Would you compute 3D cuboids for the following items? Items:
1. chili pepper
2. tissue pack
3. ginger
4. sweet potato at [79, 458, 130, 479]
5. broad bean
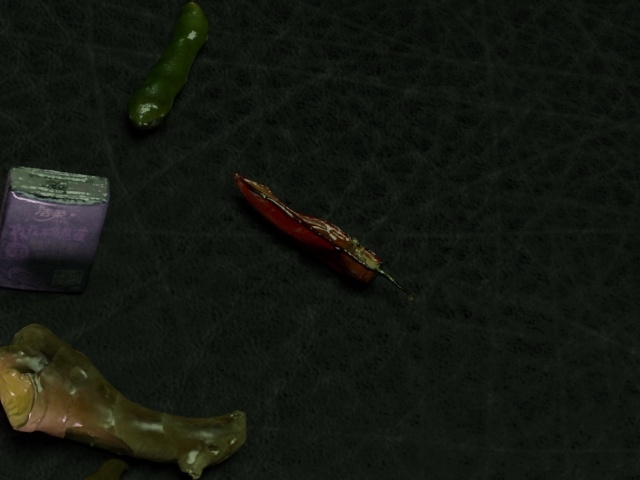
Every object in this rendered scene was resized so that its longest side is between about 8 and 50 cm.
[{"bbox_3d":[0.000,0.000,2.173,0.268,0.050,0.059,31,28,7],"label":"chili pepper"},{"bbox_3d":[-0.301,-0.009,1.995,0.112,0.156,0.051,6,46,-16],"label":"tissue pack"},{"bbox_3d":[-0.220,0.176,1.933,0.294,0.086,0.131,19,36,-16],"label":"ginger"},{"bbox_3d":[-0.284,0.285,1.831,0.069,0.059,0.249,49,46,-5],"label":"sweet potato"},{"bbox_3d":[-0.188,-0.221,2.283,0.052,0.053,0.256,-5,42,25],"label":"broad bean"}]
